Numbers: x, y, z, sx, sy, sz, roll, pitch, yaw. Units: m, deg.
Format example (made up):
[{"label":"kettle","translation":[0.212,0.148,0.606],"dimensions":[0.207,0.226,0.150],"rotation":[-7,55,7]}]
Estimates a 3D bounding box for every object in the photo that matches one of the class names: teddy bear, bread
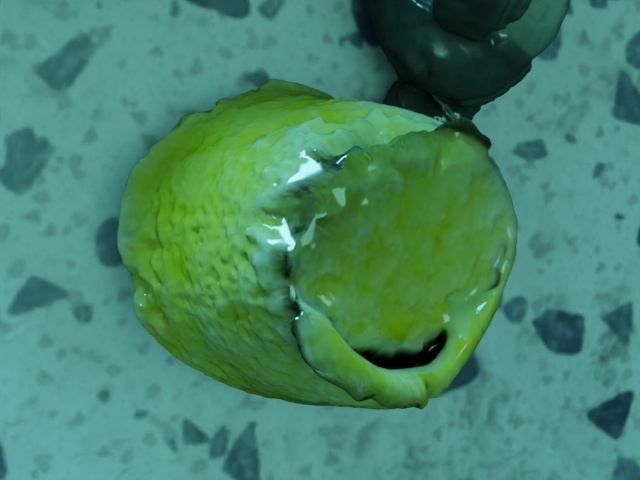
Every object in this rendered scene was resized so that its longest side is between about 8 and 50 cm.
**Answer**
[{"label":"teddy bear","translation":[0.106,-0.187,0.653],"dimensions":[0.144,0.171,0.251],"rotation":[44,85,6]},{"label":"bread","translation":[0.000,0.003,0.622],"dimensions":[0.197,0.170,0.197],"rotation":[-2,93,-33]}]
